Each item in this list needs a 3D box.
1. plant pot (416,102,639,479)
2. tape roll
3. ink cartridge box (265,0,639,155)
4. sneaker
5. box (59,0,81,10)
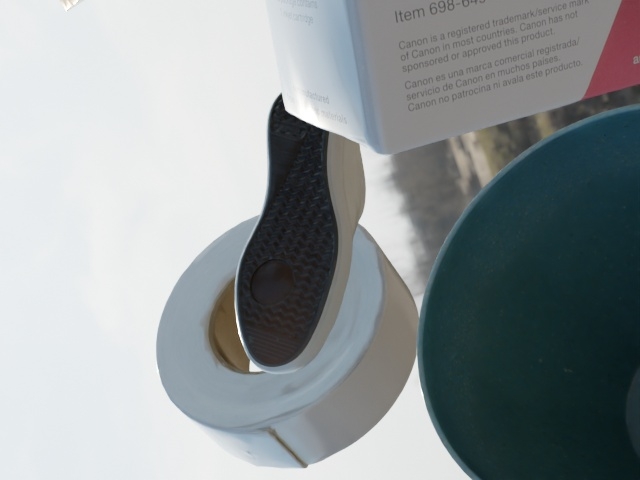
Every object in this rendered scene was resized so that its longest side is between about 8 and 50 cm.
[{"bbox_3d":[0.239,0.080,0.865,0.195,0.290,0.290,38,-151,-45],"label":"plant pot"},{"bbox_3d":[-0.038,0.105,1.414,0.100,0.286,0.286,53,-162,-48],"label":"tape roll"},{"bbox_3d":[0.053,-0.157,0.427,0.092,0.158,0.218,-147,44,-63],"label":"ink cartridge box"},{"bbox_3d":[0.000,0.000,1.193,0.123,0.106,0.290,49,-136,-53],"label":"sneaker"},{"bbox_3d":[-0.259,-0.286,1.199,0.136,0.028,0.081,59,160,-11],"label":"box"}]
